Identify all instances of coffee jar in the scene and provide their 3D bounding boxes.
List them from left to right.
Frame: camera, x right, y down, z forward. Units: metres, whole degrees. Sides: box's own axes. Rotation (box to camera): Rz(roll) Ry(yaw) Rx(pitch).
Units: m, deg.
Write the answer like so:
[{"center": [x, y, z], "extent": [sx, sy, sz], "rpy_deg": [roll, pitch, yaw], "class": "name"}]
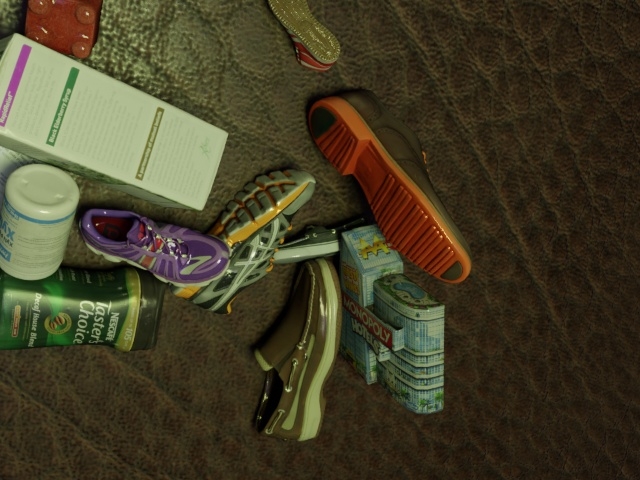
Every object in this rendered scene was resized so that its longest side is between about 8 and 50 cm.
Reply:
[{"center": [-0.269, 0.074, 0.853], "extent": [0.184, 0.079, 0.096], "rpy_deg": [4, 106, -27], "class": "coffee jar"}]

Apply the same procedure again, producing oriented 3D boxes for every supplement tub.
[{"center": [-0.288, -0.018, 0.775], "extent": [0.071, 0.071, 0.107], "rpy_deg": [6, 135, -27], "class": "supplement tub"}]

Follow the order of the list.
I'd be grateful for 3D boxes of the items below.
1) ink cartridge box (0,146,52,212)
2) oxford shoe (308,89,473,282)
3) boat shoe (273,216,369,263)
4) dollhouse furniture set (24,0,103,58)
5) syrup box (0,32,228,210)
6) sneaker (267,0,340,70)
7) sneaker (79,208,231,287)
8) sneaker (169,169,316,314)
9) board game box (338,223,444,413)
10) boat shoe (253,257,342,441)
[{"center": [-0.413, -0.083, 0.750], "extent": [0.224, 0.045, 0.223], "rpy_deg": [-46, 120, -8], "class": "ink cartridge box"}, {"center": [0.103, -0.074, 0.903], "extent": [0.098, 0.097, 0.271], "rpy_deg": [-30, 79, -32], "class": "oxford shoe"}, {"center": [0.000, 0.000, 0.978], "extent": [0.142, 0.049, 0.040], "rpy_deg": [-11, 81, -21], "class": "boat shoe"}, {"center": [-0.185, -0.334, 0.740], "extent": [0.374, 0.152, 0.201], "rpy_deg": [-38, 121, 11], "class": "dollhouse furniture set"}, {"center": [-0.224, -0.111, 0.772], "extent": [0.237, 0.093, 0.096], "rpy_deg": [23, 80, -38], "class": "syrup box"}, {"center": [-0.024, -0.246, 0.887], "extent": [0.042, 0.067, 0.118], "rpy_deg": [-37, 89, -7], "class": "sneaker"}, {"center": [-0.183, 0.006, 0.838], "extent": [0.170, 0.071, 0.068], "rpy_deg": [13, 75, -3], "class": "sneaker"}, {"center": [-0.083, 0.001, 0.919], "extent": [0.215, 0.084, 0.083], "rpy_deg": [-43, 121, 5], "class": "sneaker"}, {"center": [0.077, 0.088, 0.947], "extent": [0.060, 0.194, 0.194], "rpy_deg": [-14, 116, -21], "class": "board game box"}, {"center": [-0.036, 0.147, 0.981], "extent": [0.095, 0.095, 0.257], "rpy_deg": [1, 107, -19], "class": "boat shoe"}]
